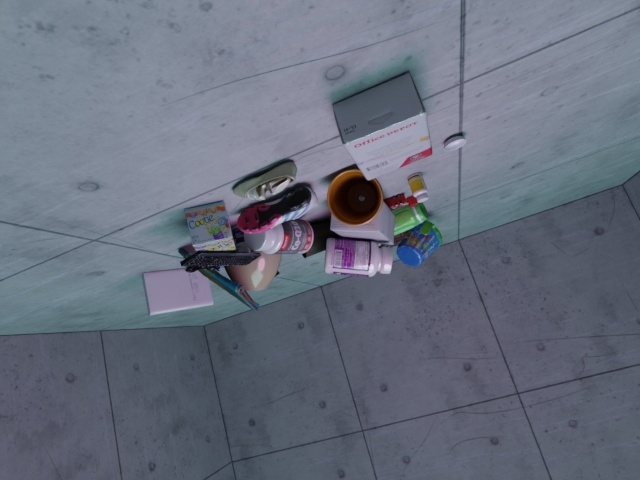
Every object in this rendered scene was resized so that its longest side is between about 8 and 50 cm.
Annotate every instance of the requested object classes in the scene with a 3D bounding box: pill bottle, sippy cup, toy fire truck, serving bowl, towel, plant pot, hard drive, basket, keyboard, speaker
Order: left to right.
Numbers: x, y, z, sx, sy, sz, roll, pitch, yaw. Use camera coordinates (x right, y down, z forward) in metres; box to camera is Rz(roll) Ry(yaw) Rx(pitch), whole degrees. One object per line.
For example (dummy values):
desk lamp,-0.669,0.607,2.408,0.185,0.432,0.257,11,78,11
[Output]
hard drive,-0.717,0.249,2.104,0.319,0.210,0.040,-4,162,-39
keyboard,-0.407,0.089,1.647,0.202,0.033,0.317,-25,162,36
towel,-0.449,0.176,1.868,0.040,0.370,0.271,-53,155,-18
pill bottle,-0.337,-0.002,1.770,0.067,0.120,0.067,-16,166,-4
plant pot,-0.317,0.129,1.936,0.284,0.190,0.284,-1,-175,0
pill bottle,-0.177,-0.020,1.795,0.161,0.161,0.283,-27,162,36
basket,0.009,-0.020,2.038,0.227,0.154,0.204,-17,171,-11
pill bottle,0.172,0.080,1.914,0.302,0.169,0.169,5,164,0
plant pot,0.145,-0.165,1.594,0.205,0.205,0.188,-21,-179,16
toy fire truck,0.374,-0.180,2.032,0.192,0.047,0.135,-18,167,11
speaker,0.403,-0.106,2.179,0.297,0.131,0.131,-25,163,29
sippy cup,0.578,0.029,2.502,0.240,0.305,0.224,8,-137,41
pill bottle,0.420,-0.224,1.780,0.065,0.116,0.065,-15,165,-4
serving bowl,0.492,-0.361,1.530,0.083,0.027,0.083,-16,166,-4

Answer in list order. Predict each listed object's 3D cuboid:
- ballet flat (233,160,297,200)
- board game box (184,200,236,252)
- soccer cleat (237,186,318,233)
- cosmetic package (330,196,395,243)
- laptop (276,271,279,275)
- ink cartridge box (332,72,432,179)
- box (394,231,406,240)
ballet flat,-0.183,-0.179,1.367,0.248,0.086,0.086,-23,164,24
board game box,-0.407,-0.022,1.577,0.144,0.142,0.275,-14,165,-11
soccer cleat,-0.157,-0.102,1.605,0.331,0.116,0.143,-21,164,17
cosmetic package,0.202,-0.083,1.882,0.217,0.156,0.385,1,173,22
laptop,-0.402,0.162,2.271,0.234,0.264,0.136,-32,-164,47
ink cartridge box,0.189,-0.309,1.193,0.226,0.131,0.306,-19,164,13
box,0.274,-0.010,2.376,0.382,0.143,0.191,-13,166,-7
